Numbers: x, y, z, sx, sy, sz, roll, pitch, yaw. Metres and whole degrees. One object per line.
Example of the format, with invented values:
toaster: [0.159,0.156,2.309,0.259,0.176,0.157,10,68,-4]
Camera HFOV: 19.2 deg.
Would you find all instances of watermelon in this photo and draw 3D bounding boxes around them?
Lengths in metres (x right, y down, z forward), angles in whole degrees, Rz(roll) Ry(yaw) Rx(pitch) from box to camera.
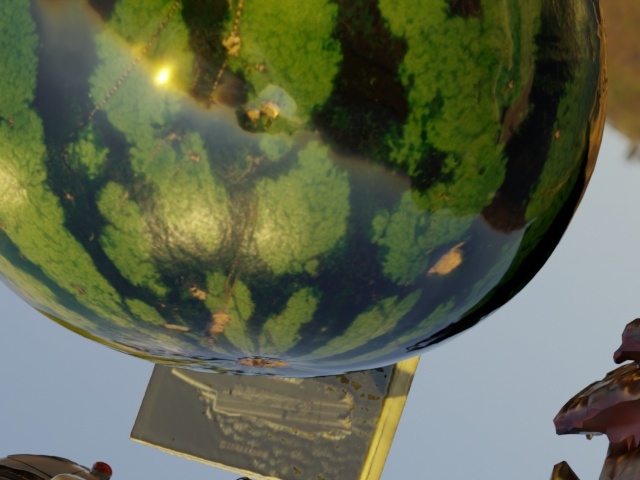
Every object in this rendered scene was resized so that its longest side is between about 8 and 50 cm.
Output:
watermelon: [-0.030,-0.078,0.772,0.285,0.285,0.285,30,-163,-10]

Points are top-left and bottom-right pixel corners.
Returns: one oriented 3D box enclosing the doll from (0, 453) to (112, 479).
doll: [-0.279,0.303,1.744,0.284,0.240,0.310,29,176,12]

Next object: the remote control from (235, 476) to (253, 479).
remote control: [-0.059,0.139,1.030,0.034,0.016,0.091,9,-177,30]

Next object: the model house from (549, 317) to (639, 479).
model house: [0.305,0.122,1.060,0.297,0.317,0.282,35,-131,-20]

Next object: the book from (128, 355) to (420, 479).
book: [0.000,0.000,1.433,0.028,0.374,0.262,27,167,-41]
